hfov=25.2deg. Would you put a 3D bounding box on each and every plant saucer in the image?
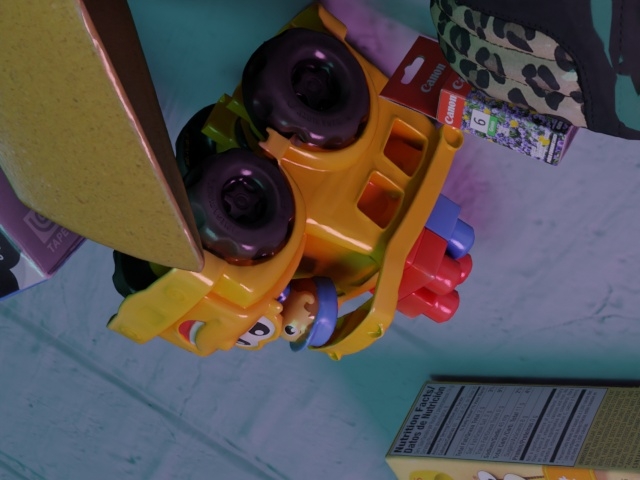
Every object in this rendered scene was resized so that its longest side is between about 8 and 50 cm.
[{"bbox_3d":[-0.176,-0.180,0.749,0.081,0.333,0.333,-21,128,-1],"label":"plant saucer"}]

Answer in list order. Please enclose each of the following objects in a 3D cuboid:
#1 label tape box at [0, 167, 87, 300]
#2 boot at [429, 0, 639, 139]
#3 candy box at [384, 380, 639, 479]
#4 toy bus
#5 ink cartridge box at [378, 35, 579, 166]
[{"bbox_3d":[-0.342,-0.095,0.973,0.249,0.115,0.348,-22,118,40],"label":"label tape box"},{"bbox_3d":[0.171,-0.181,0.617,0.377,0.138,0.284,13,138,32],"label":"boot"},{"bbox_3d":[0.226,0.195,1.053,0.316,0.087,0.183,-4,130,39],"label":"candy box"},{"bbox_3d":[0.000,0.000,0.901,0.211,0.220,0.149,36,148,-14],"label":"toy bus"},{"bbox_3d":[0.099,-0.092,0.839,0.115,0.063,0.029,23,144,14],"label":"ink cartridge box"}]
